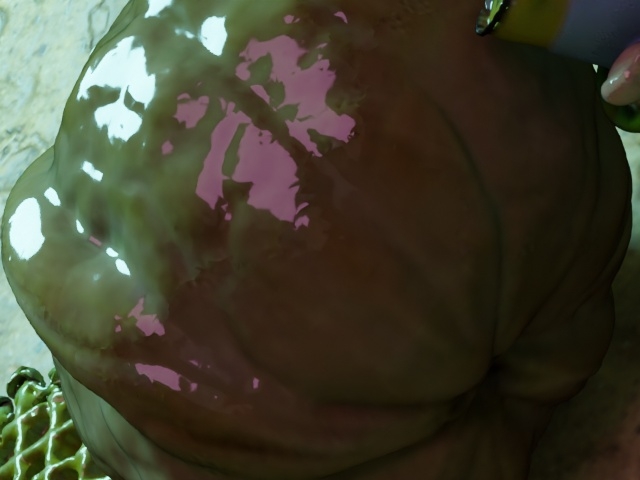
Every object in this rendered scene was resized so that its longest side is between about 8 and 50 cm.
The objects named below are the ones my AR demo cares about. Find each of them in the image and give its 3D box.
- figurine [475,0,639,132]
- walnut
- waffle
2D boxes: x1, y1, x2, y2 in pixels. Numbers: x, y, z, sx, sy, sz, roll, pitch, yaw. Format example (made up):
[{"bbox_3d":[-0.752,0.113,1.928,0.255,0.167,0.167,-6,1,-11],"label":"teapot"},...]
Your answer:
[{"bbox_3d":[0.193,-0.076,0.730,0.143,0.263,0.162,113,170,-45],"label":"figurine"},{"bbox_3d":[0.000,0.000,0.831,0.285,0.285,0.296,52,137,50],"label":"walnut"},{"bbox_3d":[-0.172,0.155,1.047,0.169,0.036,0.183,18,72,51],"label":"waffle"}]
